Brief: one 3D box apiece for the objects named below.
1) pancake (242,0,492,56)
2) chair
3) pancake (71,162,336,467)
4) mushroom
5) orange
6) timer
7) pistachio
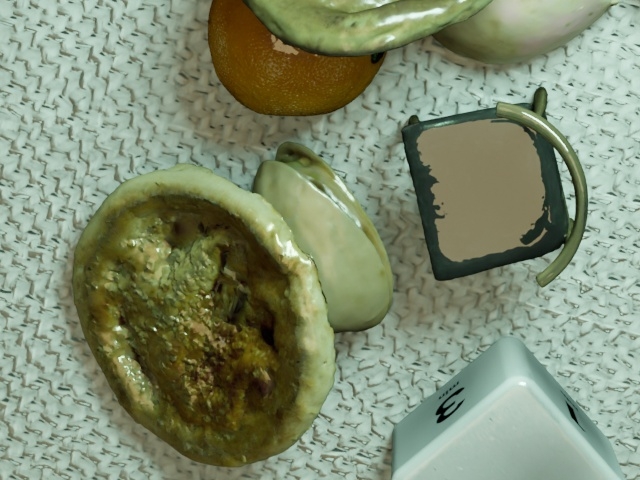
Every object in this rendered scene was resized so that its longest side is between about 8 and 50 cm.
[{"bbox_3d":[0.052,-0.298,1.564,0.294,0.049,0.294,-3,60,6],"label":"pancake"},{"bbox_3d":[0.181,-0.058,1.653,0.166,0.272,0.188,-13,98,5],"label":"chair"},{"bbox_3d":[-0.132,0.086,1.752,0.356,0.065,0.356,9,109,26],"label":"pancake"},{"bbox_3d":[0.178,-0.280,1.668,0.173,0.162,0.236,-42,94,8],"label":"mushroom"},{"bbox_3d":[-0.022,-0.229,1.675,0.206,0.206,0.206,1,100,3],"label":"orange"},{"bbox_3d":[0.204,0.248,1.746,0.192,0.195,0.194,-41,97,9],"label":"timer"},{"bbox_3d":[0.000,0.000,1.745,0.136,0.136,0.226,-26,100,7],"label":"pistachio"}]
